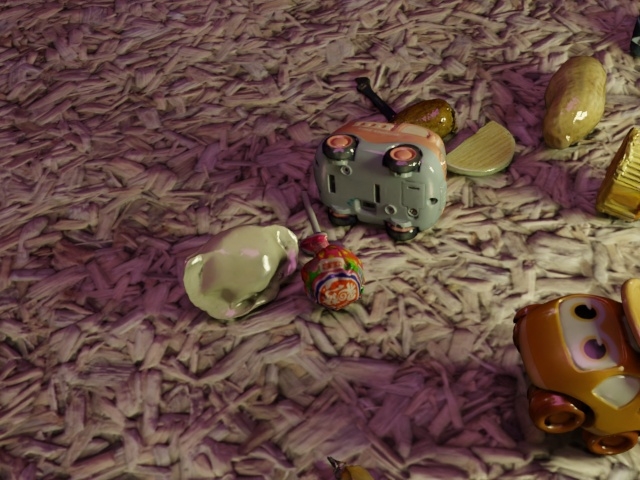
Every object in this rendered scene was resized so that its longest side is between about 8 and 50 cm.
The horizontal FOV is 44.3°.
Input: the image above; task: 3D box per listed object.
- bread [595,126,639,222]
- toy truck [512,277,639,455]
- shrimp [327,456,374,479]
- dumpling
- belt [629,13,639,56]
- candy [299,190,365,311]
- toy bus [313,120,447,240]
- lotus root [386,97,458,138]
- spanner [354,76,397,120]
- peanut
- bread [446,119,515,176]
[{"bbox_3d":[0.606,-0.122,1.504,0.114,0.190,0.132,22,57,17],"label":"bread"},{"bbox_3d":[0.444,0.192,1.205,0.212,0.288,0.204,-40,33,35],"label":"toy truck"},{"bbox_3d":[0.029,0.455,1.152,0.185,0.068,0.287,17,51,21],"label":"shrimp"},{"bbox_3d":[-0.148,0.054,1.518,0.250,0.162,0.132,-23,11,-26],"label":"dumpling"},{"bbox_3d":[0.849,-0.491,1.843,0.218,0.128,0.122,10,49,17],"label":"belt"},{"bbox_3d":[0.000,0.000,1.573,0.124,0.124,0.365,-15,38,-4],"label":"candy"},{"bbox_3d":[0.136,-0.146,1.626,0.288,0.194,0.232,12,38,21],"label":"toy bus"},{"bbox_3d":[0.212,-0.260,1.772,0.191,0.094,0.108,-15,12,3],"label":"lotus root"},{"bbox_3d":[0.137,-0.345,1.915,0.046,0.012,0.208,-24,48,-13],"label":"spanner"},{"bbox_3d":[0.557,-0.302,1.729,0.137,0.122,0.253,-26,32,44],"label":"peanut"},{"bbox_3d":[0.361,-0.185,1.712,0.112,0.036,0.193,35,58,29],"label":"bread"}]
